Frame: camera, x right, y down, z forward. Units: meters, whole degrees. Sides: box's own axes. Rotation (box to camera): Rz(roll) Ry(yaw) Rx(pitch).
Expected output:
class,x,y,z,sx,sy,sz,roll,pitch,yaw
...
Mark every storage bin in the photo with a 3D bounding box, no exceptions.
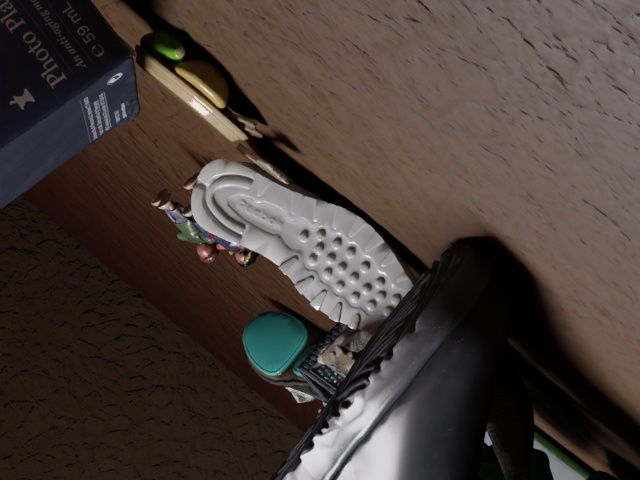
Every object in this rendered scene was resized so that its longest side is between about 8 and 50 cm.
class,x,y,z,sx,sy,sz,roll,pitch,yaw
storage bin,0.069,0.183,2.044,0.122,0.084,0.180,32,167,43

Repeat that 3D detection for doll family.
class,x,y,z,sx,sy,sz,roll,pitch,yaw
doll family,-0.088,-0.014,1.831,0.111,0.076,0.193,52,164,-26

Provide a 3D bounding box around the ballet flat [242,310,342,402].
class,x,y,z,sx,sy,sz,roll,pitch,yaw
ballet flat,-0.011,0.166,2.246,0.096,0.095,0.280,49,168,-26

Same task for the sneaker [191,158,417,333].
class,x,y,z,sx,sy,sz,roll,pitch,yaw
sneaker,0.000,0.000,1.558,0.235,0.090,0.095,36,-169,19

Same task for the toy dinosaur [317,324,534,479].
class,x,y,z,sx,sy,sz,roll,pitch,yaw
toy dinosaur,0.104,0.121,1.546,0.313,0.160,0.121,21,129,34

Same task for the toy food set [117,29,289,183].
class,x,y,z,sx,sy,sz,roll,pitch,yaw
toy food set,-0.102,-0.130,1.496,0.192,0.038,0.132,40,179,-23

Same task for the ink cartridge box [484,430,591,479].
class,x,y,z,sx,sy,sz,roll,pitch,yaw
ink cartridge box,0.195,0.277,1.843,0.211,0.121,0.289,37,170,28

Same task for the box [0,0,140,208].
class,x,y,z,sx,sy,sz,roll,pitch,yaw
box,-0.347,-0.153,1.414,0.296,0.294,0.183,52,172,5

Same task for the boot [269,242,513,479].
class,x,y,z,sx,sy,sz,roll,pitch,yaw
boot,0.198,0.243,1.386,0.445,0.146,0.367,34,129,-1

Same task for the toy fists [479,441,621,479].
class,x,y,z,sx,sy,sz,roll,pitch,yaw
toy fists,0.204,0.248,1.575,0.279,0.096,0.142,19,-167,7
